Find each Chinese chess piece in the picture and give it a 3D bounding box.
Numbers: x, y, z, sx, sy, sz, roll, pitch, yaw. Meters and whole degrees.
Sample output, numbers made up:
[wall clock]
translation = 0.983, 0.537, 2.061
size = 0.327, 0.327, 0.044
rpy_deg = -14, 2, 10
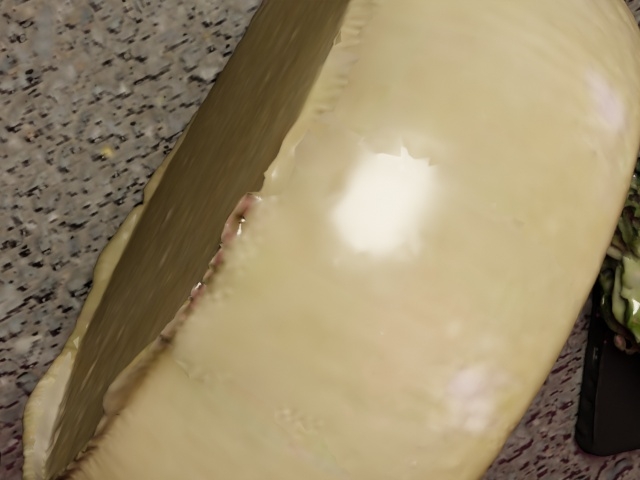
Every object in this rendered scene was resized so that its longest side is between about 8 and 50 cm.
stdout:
[Chinese chess piece]
translation = 0.000, 0.000, 0.706
size = 0.140, 0.338, 0.338
rpy_deg = 30, 98, -13

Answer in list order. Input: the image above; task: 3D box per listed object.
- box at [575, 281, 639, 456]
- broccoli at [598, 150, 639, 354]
[box]
translation = 0.224, 0.074, 1.025
size = 0.125, 0.027, 0.126
rpy_deg = -8, 115, -24
[broccoli]
translation = 0.214, 0.023, 0.921
size = 0.165, 0.145, 0.304
rpy_deg = -28, 121, -11
